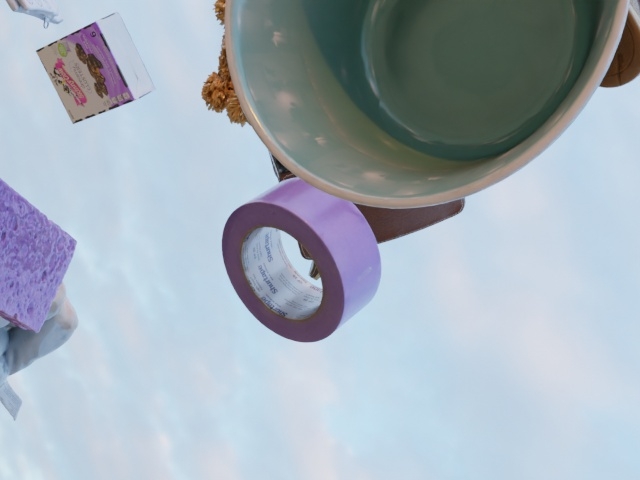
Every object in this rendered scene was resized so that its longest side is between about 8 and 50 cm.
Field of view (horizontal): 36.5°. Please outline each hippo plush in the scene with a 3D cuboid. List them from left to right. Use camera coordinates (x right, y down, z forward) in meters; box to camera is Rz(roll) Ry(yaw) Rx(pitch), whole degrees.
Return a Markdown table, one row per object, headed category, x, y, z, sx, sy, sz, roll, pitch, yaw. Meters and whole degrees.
| category | x | y | z | sx | sy | sz | roll | pitch | yaw |
| --- | --- | --- | --- | --- | --- | --- | --- | --- | --- |
| hippo plush | -0.488 | 0.087 | 1.325 | 0.236 | 0.234 | 0.294 | 44 | -33 | 25 |

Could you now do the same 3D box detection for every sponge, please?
| category | x | y | z | sx | sy | sz | roll | pitch | yaw |
| --- | --- | --- | --- | --- | --- | --- | --- | --- | --- |
| sponge | -0.338 | 0.009 | 1.016 | 0.031 | 0.117 | 0.210 | 12 | -20 | 23 |

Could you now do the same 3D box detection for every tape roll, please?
| category | x | y | z | sx | sy | sz | roll | pitch | yaw |
| --- | --- | --- | --- | --- | --- | --- | --- | --- | --- |
| tape roll | -0.025 | 0.024 | 1.178 | 0.189 | 0.080 | 0.189 | 21 | -53 | 30 |

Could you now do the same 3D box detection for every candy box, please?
| category | x | y | z | sx | sy | sz | roll | pitch | yaw |
| --- | --- | --- | --- | --- | --- | --- | --- | --- | --- |
| candy box | -0.443 | -0.335 | 1.903 | 0.196 | 0.070 | 0.165 | -12 | -70 | 38 |

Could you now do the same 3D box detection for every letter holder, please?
| category | x | y | z | sx | sy | sz | roll | pitch | yaw |
| --- | --- | --- | --- | --- | --- | --- | --- | --- | --- |
| letter holder | 0.079 | -0.116 | 1.667 | 0.152 | 0.301 | 0.214 | -111 | -175 | -49 |

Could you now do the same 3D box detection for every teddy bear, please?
| category | x | y | z | sx | sy | sz | roll | pitch | yaw |
| --- | --- | --- | --- | --- | --- | --- | --- | --- | --- |
| teddy bear | -0.071 | -0.322 | 1.367 | 0.338 | 0.113 | 0.245 | -54 | -146 | 19 |

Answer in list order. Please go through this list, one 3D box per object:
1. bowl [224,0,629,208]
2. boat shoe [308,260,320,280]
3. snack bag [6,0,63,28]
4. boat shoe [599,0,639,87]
| category | x | y | z | sx | sy | sz | roll | pitch | yaw |
| --- | --- | --- | --- | --- | --- | --- | --- | --- | --- |
| bowl | 0.098 | -0.172 | 0.760 | 0.311 | 0.163 | 0.312 | -2 | -95 | 28 |
| boat shoe | 0.000 | 0.000 | 1.870 | 0.056 | 0.049 | 0.152 | -171 | -81 | -74 |
| snack bag | -0.497 | -0.473 | 1.473 | 0.323 | 0.037 | 0.342 | 59 | 1 | -9 |
| boat shoe | 0.321 | -0.357 | 1.189 | 0.123 | 0.123 | 0.342 | -26 | -88 | 43 |
